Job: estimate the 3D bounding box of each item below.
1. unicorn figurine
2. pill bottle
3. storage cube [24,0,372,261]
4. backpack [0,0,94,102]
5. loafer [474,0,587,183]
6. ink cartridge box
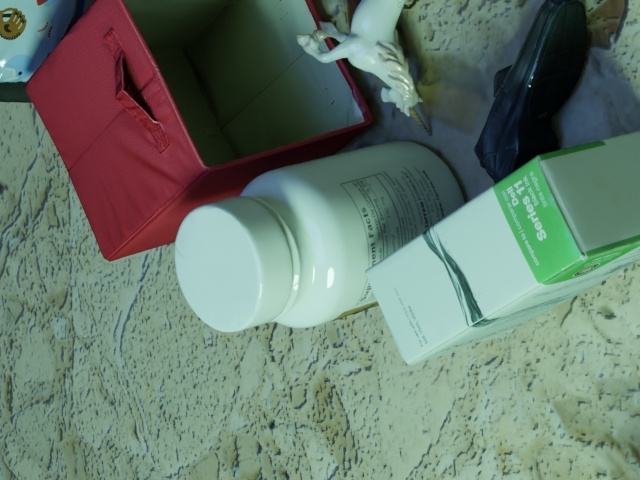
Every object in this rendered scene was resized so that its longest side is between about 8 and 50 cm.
[{"bbox_3d":[0.041,-0.174,1.605,0.111,0.060,0.162,17,108,29],"label":"unicorn figurine"},{"bbox_3d":[0.000,0.000,1.576,0.131,0.229,0.131,15,112,42],"label":"pill bottle"},{"bbox_3d":[-0.110,-0.118,1.671,0.193,0.215,0.184,-39,74,50],"label":"storage cube"},{"bbox_3d":[-0.287,-0.276,1.782,0.276,0.213,0.263,39,132,47],"label":"backpack"},{"bbox_3d":[0.157,-0.117,1.509,0.061,0.062,0.170,40,126,36],"label":"loafer"},{"bbox_3d":[0.158,0.006,1.476,0.208,0.153,0.087,-35,76,44],"label":"ink cartridge box"}]
